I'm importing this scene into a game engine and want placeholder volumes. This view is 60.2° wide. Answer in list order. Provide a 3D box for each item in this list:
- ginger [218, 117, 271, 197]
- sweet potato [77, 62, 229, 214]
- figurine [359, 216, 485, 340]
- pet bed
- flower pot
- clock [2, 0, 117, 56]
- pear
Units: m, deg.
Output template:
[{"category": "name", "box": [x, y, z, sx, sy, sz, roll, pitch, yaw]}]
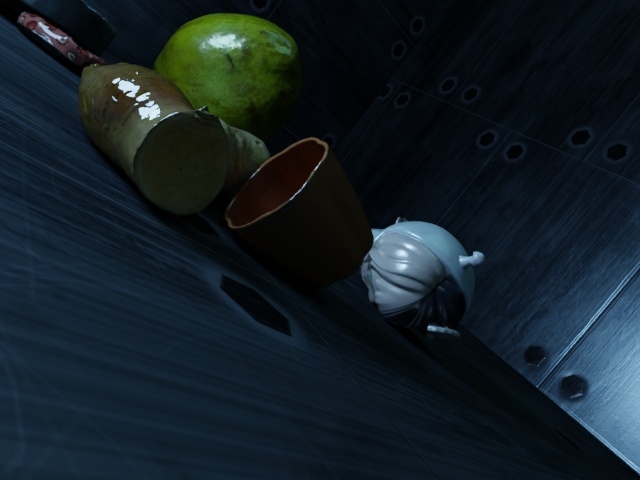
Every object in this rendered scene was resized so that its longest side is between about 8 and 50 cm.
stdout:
[{"category": "ginger", "box": [-0.164, -0.132, 0.921, 0.190, 0.126, 0.354, 25, 7, 8]}, {"category": "sweet potato", "box": [-0.243, -0.165, 0.695, 0.337, 0.131, 0.131, 40, 5, 33]}, {"category": "figurine", "box": [0.182, 0.055, 1.170, 0.253, 0.211, 0.361, 37, 4, -12]}, {"category": "pet bed", "box": [-0.556, -0.420, 1.193, 0.201, 0.053, 0.201, 33, 1, -1]}, {"category": "flower pot", "box": [-0.017, -0.031, 0.821, 0.173, 0.191, 0.190, 47, 0, -28]}, {"category": "clock", "box": [-0.670, -0.567, 1.287, 0.386, 0.076, 0.386, 30, 0, 0]}, {"category": "pear", "box": [-0.238, -0.421, 1.471, 0.414, 0.351, 0.352, -2, -9, 19]}]
